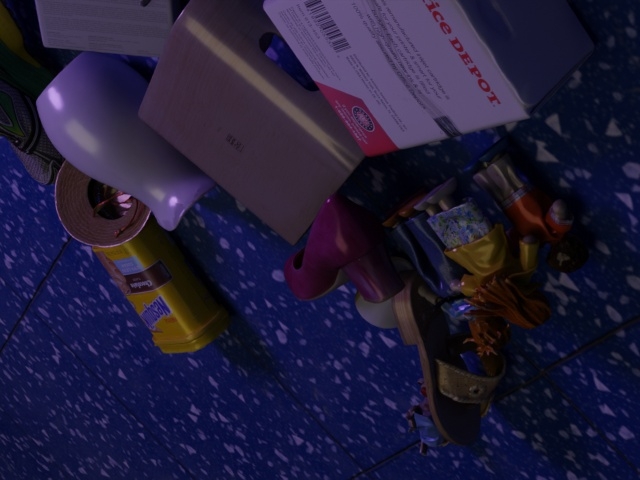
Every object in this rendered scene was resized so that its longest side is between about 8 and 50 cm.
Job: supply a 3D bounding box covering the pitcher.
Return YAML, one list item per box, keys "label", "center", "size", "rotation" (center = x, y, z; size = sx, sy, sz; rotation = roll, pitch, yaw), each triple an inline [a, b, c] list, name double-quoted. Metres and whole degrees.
- label: "pitcher"
  center: [-0.217, -0.110, 1.853]
  size: [0.207, 0.125, 0.178]
  rotation: [44, 174, -5]

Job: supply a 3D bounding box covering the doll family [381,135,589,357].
- label: "doll family"
  center: [0.138, 0.026, 1.530]
  size: [0.163, 0.118, 0.263]
  rotation: [51, 154, -4]

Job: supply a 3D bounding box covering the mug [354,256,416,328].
- label: "mug"
  center: [0.067, 0.045, 1.720]
  size: [0.078, 0.062, 0.064]
  rotation: [33, 142, 10]

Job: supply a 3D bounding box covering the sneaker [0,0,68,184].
- label: "sneaker"
  center: [-0.401, -0.173, 1.948]
  size: [0.134, 0.146, 0.343]
  rotation: [21, 157, 36]

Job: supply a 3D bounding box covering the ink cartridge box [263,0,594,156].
- label: "ink cartridge box"
  center: [0.085, -0.177, 1.357]
  size: [0.172, 0.100, 0.237]
  rotation: [54, 152, -15]

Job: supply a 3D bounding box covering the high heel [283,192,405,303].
- label: "high heel"
  center: [0.000, 0.000, 1.665]
  size: [0.117, 0.082, 0.244]
  rotation: [60, 168, -14]

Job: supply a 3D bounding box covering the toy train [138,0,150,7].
- label: "toy train"
  center: [-0.016, -0.253, 1.247]
  size: [0.143, 0.248, 0.105]
  rotation: [-9, 120, 52]

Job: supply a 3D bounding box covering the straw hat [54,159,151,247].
- label: "straw hat"
  center: [-0.249, -0.054, 2.006]
  size: [0.144, 0.144, 0.061]
  rotation: [31, -171, 25]

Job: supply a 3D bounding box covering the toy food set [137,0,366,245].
- label: "toy food set"
  center: [-0.057, -0.127, 1.652]
  size: [0.219, 0.092, 0.306]
  rotation: [40, 157, 1]

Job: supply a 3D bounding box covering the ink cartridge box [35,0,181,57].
- label: "ink cartridge box"
  center: [-0.216, -0.262, 1.648]
  size: [0.145, 0.045, 0.179]
  rotation: [6, 140, 3]

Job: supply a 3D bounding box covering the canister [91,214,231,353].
- label: "canister"
  center: [-0.204, 0.055, 2.085]
  size: [0.126, 0.073, 0.170]
  rotation: [-9, 119, 57]

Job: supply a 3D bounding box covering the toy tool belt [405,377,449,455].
- label: "toy tool belt"
  center: [0.121, 0.201, 1.855]
  size: [0.052, 0.051, 0.083]
  rotation: [19, 141, 41]

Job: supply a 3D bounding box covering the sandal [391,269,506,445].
- label: "sandal"
  center: [0.150, 0.127, 1.689]
  size: [0.079, 0.088, 0.240]
  rotation: [-3, 130, 30]
